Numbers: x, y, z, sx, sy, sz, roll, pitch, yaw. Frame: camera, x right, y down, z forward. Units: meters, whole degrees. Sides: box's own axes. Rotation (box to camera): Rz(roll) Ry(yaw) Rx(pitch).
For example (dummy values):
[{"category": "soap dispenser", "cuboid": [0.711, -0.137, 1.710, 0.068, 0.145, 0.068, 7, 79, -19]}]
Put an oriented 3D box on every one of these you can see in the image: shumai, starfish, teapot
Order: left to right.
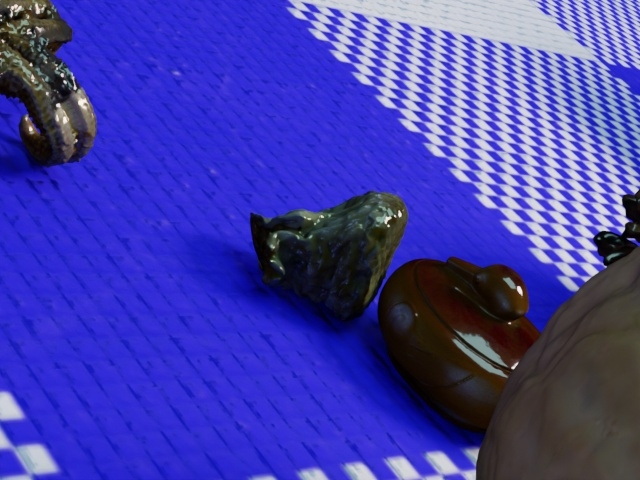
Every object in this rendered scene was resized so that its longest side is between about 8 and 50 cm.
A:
[{"category": "starfish", "cuboid": [-0.207, -0.103, 0.777, 0.190, 0.074, 0.146, 9, 38, -36]}, {"category": "shumai", "cuboid": [0.000, 0.000, 0.823, 0.080, 0.082, 0.083, 26, -17, 9]}, {"category": "teapot", "cuboid": [0.090, 0.052, 0.810, 0.098, 0.078, 0.129, 2, 38, -47]}]

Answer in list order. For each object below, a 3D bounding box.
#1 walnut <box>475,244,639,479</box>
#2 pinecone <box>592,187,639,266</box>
[{"category": "walnut", "cuboid": [0.186, 0.135, 0.563, 0.277, 0.252, 0.313, 32, 15, 2]}, {"category": "pinecone", "cuboid": [0.311, 0.034, 0.935, 0.273, 0.224, 0.224, 24, 25, -7]}]
